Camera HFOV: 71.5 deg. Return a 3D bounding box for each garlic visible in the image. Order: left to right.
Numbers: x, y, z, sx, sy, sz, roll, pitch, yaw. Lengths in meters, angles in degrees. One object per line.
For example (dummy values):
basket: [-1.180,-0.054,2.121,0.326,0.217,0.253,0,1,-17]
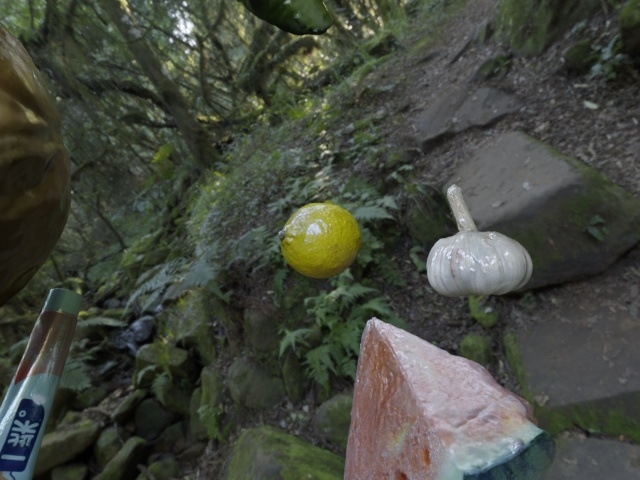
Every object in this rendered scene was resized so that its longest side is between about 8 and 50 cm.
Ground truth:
garlic: [0.299,-0.002,0.873,0.198,0.226,0.199,-8,-8,-1]

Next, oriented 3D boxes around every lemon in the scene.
lemon: [0.000,0.000,0.633,0.109,0.133,0.109,-21,63,49]

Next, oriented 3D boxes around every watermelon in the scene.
watermelon: [0.120,0.272,0.573,0.250,0.292,0.283,-45,-24,-31]

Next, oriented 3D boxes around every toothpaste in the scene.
toothpaste: [-0.279,0.147,0.430,0.036,0.056,0.206,-20,53,34]

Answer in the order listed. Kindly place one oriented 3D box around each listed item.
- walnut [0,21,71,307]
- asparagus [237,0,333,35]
walnut: [-0.371,-0.055,0.329,0.332,0.333,0.333,-39,10,8]
asparagus: [-0.125,-0.444,0.616,0.128,0.382,0.108,-20,26,37]
